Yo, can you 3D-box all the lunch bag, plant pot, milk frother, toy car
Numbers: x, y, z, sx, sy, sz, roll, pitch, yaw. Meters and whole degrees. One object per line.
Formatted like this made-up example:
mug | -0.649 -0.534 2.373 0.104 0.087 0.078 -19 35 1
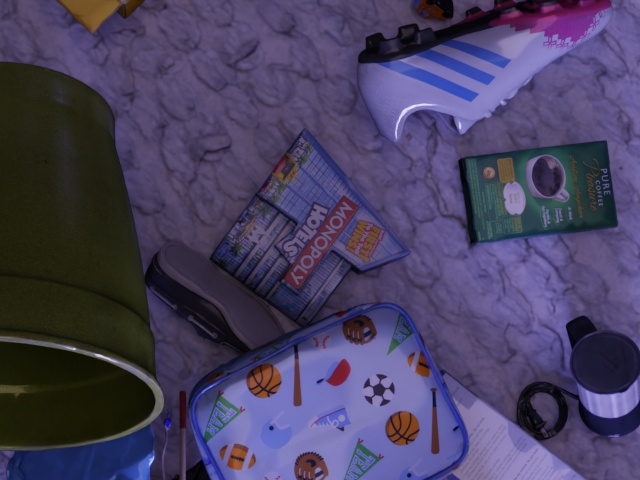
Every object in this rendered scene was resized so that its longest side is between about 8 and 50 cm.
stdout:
lunch bag | 0.004 0.221 1.732 0.303 0.115 0.243 -25 91 -6
plant pot | -0.353 0.009 1.666 0.366 0.366 0.353 1 65 -5
milk frother | 0.308 0.179 1.812 0.143 0.135 0.129 -42 59 -10
toy car | 0.130 -0.330 1.902 0.040 0.060 0.122 -26 65 35

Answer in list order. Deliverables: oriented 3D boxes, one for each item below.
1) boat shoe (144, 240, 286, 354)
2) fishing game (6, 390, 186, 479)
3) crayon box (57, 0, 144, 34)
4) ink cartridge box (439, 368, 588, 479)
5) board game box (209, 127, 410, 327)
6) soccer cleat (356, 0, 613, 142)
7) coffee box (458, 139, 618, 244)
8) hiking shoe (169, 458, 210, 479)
boat shoe | -0.125 0.087 1.829 0.206 0.075 0.065 41 125 -6
fishing game | -0.274 0.257 1.762 0.264 0.041 0.189 -7 69 12
crayon box | -0.234 -0.419 1.843 0.202 0.081 0.318 45 82 0
ink cartridge box | 0.236 0.334 1.827 0.371 0.069 0.176 38 83 -4
board game box | 0.000 0.000 1.837 0.194 0.060 0.194 36 82 -1
soccer cleat | 0.205 -0.214 1.865 0.331 0.116 0.143 -15 108 -9
coffee box | 0.270 -0.058 1.878 0.184 0.040 0.113 -8 86 -6
hiking shoe | -0.213 0.315 1.774 0.227 0.086 0.114 -42 93 -7
